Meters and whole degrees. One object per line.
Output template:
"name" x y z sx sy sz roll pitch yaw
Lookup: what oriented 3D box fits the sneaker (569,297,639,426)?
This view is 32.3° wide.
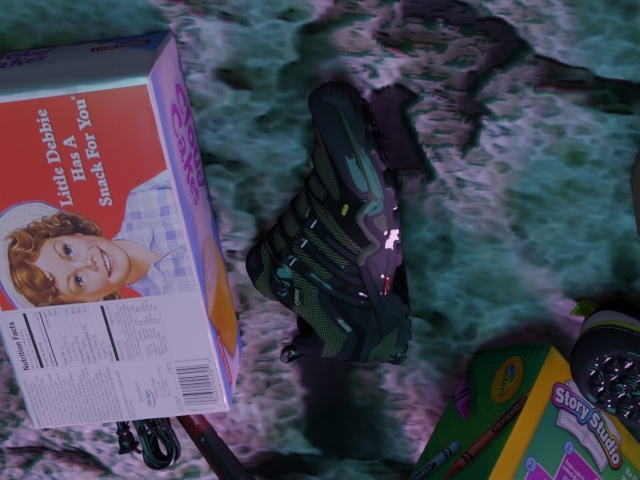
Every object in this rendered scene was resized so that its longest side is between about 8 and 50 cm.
"sneaker" 0.293 0.105 0.805 0.235 0.097 0.084 29 124 4

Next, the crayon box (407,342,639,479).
"crayon box" 0.194 0.230 0.845 0.278 0.165 0.081 47 147 -21

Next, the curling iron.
"curling iron" -0.062 0.218 0.881 0.068 0.035 0.274 -44 89 13

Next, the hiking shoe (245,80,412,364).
"hiking shoe" 0.000 0.000 0.774 0.114 0.086 0.226 -8 120 3

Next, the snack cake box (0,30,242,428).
"snack cake box" -0.156 -0.001 0.778 0.152 0.089 0.264 -6 119 7

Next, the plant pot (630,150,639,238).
"plant pot" 0.268 -0.039 0.739 0.109 0.109 0.096 23 130 -10
